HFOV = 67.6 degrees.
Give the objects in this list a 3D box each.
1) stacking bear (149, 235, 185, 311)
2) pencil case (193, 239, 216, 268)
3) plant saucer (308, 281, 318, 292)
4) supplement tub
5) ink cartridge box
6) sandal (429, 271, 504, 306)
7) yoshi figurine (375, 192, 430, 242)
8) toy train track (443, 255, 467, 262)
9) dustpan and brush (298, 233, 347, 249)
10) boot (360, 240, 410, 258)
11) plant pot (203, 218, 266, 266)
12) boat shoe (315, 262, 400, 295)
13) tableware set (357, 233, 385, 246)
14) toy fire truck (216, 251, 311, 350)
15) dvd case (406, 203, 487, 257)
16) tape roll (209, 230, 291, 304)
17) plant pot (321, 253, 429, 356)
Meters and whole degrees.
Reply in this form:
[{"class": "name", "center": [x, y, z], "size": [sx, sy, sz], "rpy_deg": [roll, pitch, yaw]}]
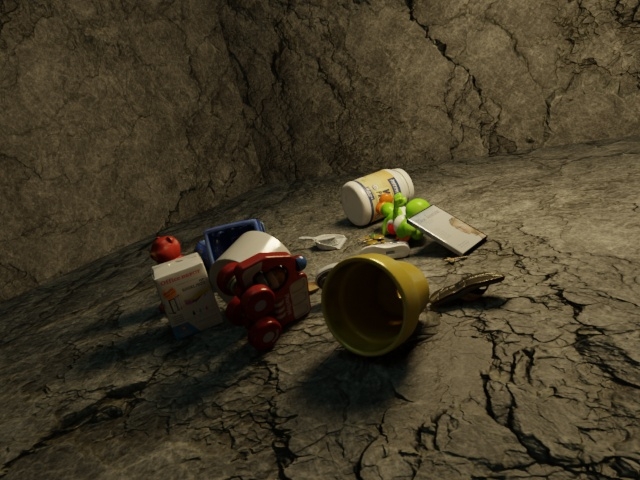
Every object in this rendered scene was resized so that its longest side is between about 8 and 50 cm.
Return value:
[{"class": "stacking bear", "center": [-0.572, 0.122, 1.860], "size": [0.175, 0.289, 0.164], "rpy_deg": [4, 24, 46]}, {"class": "pencil case", "center": [-0.509, 0.068, 2.261], "size": [0.119, 0.133, 0.306], "rpy_deg": [-32, 21, -22]}, {"class": "plant saucer", "center": [-0.037, 0.173, 1.732], "size": [0.083, 0.015, 0.083], "rpy_deg": [-14, 16, 4]}, {"class": "supplement tub", "center": [0.285, -0.224, 2.384], "size": [0.316, 0.228, 0.228], "rpy_deg": [-23, 19, -24]}, {"class": "ink cartridge box", "center": [-0.465, 0.187, 1.659], "size": [0.171, 0.232, 0.168], "rpy_deg": [-20, 17, -18]}, {"class": "sandal", "center": [0.423, 0.149, 1.374], "size": [0.219, 0.060, 0.090], "rpy_deg": [-26, 9, 10]}, {"class": "yoshi figurine", "center": [0.372, -0.115, 2.037], "size": [0.204, 0.203, 0.362], "rpy_deg": [-10, 19, -8]}, {"class": "toy train track", "center": [0.471, 0.067, 1.663], "size": [0.083, 0.014, 0.048], "rpy_deg": [-10, 9, -4]}, {"class": "dustpan and brush", "center": [0.000, 0.000, 2.183], "size": [0.211, 0.060, 0.147], "rpy_deg": [-8, 18, 20]}, {"class": "boot", "center": [0.252, 0.041, 1.856], "size": [0.190, 0.069, 0.086], "rpy_deg": [-3, 11, 9]}, {"class": "plant pot", "center": [-0.332, 0.040, 2.030], "size": [0.236, 0.236, 0.212], "rpy_deg": [-13, 2, 6]}, {"class": "boat shoe", "center": [0.122, 0.148, 1.525], "size": [0.306, 0.113, 0.105], "rpy_deg": [7, 28, 14]}, {"class": "tableware set", "center": [0.233, 0.002, 2.059], "size": [0.104, 0.024, 0.154], "rpy_deg": [-16, 15, -16]}, {"class": "toy fire truck", "center": [-0.146, 0.154, 1.415], "size": [0.254, 0.302, 0.169], "rpy_deg": [-29, 42, -28]}, {"class": "dvd case", "center": [0.473, -0.043, 1.789], "size": [0.253, 0.022, 0.180], "rpy_deg": [36, 45, 29]}, {"class": "tape roll", "center": [-0.226, 0.112, 1.618], "size": [0.246, 0.246, 0.169], "rpy_deg": [-2, 33, 35]}, {"class": "plant pot", "center": [0.170, 0.153, 1.273], "size": [0.254, 0.254, 0.239], "rpy_deg": [-1, 5, 37]}]
